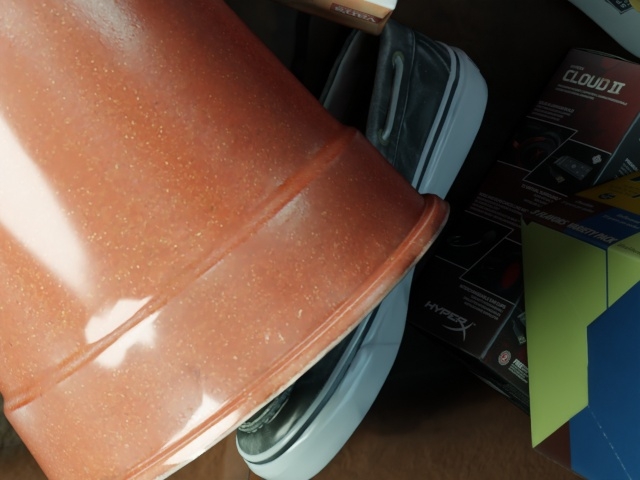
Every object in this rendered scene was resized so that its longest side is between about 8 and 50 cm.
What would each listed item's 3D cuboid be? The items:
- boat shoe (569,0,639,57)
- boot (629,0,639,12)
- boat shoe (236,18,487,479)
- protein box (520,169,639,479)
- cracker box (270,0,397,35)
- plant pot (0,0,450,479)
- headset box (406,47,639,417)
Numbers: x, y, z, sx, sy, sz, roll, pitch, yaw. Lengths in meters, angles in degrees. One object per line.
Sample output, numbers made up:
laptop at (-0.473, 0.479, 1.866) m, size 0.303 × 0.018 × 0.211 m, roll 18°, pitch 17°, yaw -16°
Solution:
boat shoe at (0.211, -0.239, 1.084) m, size 0.267 × 0.096 × 0.088 m, roll 32°, pitch 57°, yaw -29°
boot at (0.295, -0.248, 1.051) m, size 0.165 × 0.077 × 0.213 m, roll 14°, pitch 92°, yaw -60°
boat shoe at (0.000, 0.000, 1.010) m, size 0.119 × 0.121 × 0.335 m, roll 27°, pitch 79°, yaw -32°
protein box at (0.270, 0.059, 1.058) m, size 0.201 × 0.136 × 0.199 m, roll -19°, pitch 116°, yaw -29°
cracker box at (-0.002, -0.257, 0.854) m, size 0.156 × 0.067 × 0.232 m, roll 17°, pitch 83°, yaw -5°
plant pot at (-0.117, -0.039, 0.778) m, size 0.272 × 0.272 × 0.265 m, roll -41°, pitch 98°, yaw -18°
headset box at (0.232, 0.003, 1.170) m, size 0.218 × 0.110 × 0.293 m, roll 39°, pitch 82°, yaw -38°
